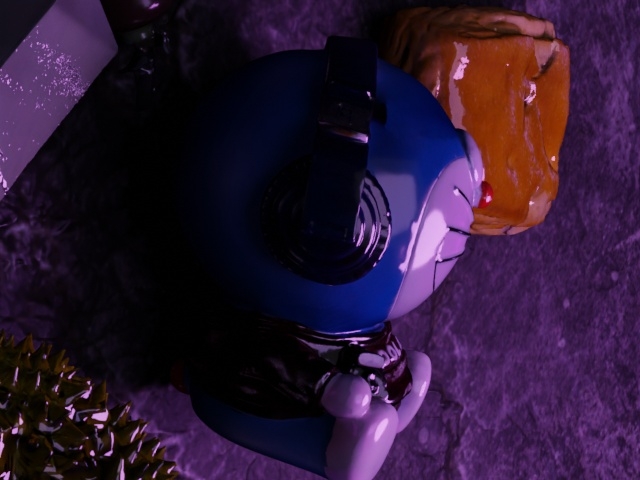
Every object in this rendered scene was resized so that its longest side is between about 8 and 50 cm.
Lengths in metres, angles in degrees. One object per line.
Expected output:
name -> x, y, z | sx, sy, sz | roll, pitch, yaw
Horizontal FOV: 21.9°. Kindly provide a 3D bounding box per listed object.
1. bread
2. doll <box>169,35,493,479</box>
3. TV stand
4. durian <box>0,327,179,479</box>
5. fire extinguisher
bread -> 0.144, -0.108, 1.497 | 0.235, 0.099, 0.211 | -1, 96, -50
doll -> 0.000, 0.000, 1.249 | 0.284, 0.240, 0.310 | -87, -170, -76
TV stand -> -0.241, -0.067, 1.043 | 0.269, 0.088, 0.083 | -56, 148, -28
durian -> -0.208, 0.195, 1.046 | 0.291, 0.224, 0.291 | 9, 66, -21
fire extinguisher -> -0.150, -0.205, 1.145 | 0.099, 0.071, 0.231 | -78, 156, -65
